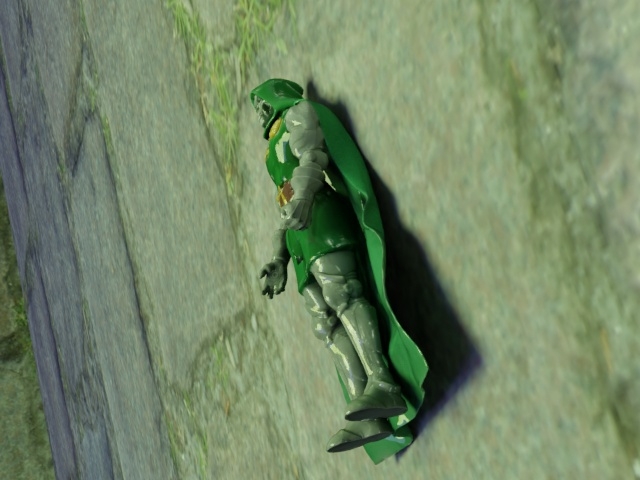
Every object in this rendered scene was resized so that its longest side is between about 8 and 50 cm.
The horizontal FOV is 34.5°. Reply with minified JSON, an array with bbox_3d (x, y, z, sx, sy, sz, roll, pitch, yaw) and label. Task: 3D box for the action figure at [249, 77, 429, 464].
[{"bbox_3d":[0.000,0.000,0.591,0.137,0.064,0.232,111,148,-55],"label":"action figure"}]
